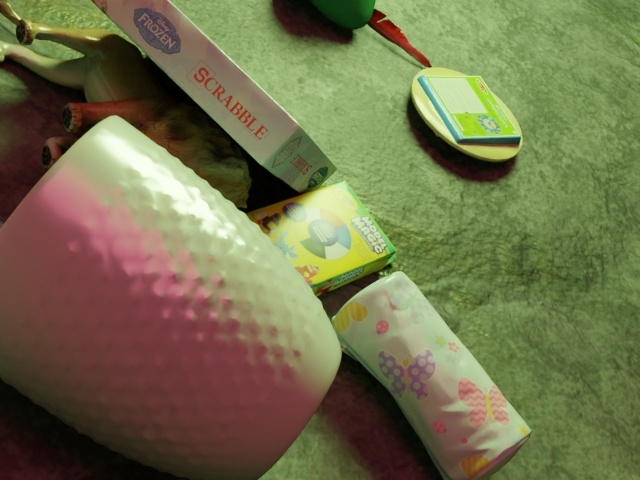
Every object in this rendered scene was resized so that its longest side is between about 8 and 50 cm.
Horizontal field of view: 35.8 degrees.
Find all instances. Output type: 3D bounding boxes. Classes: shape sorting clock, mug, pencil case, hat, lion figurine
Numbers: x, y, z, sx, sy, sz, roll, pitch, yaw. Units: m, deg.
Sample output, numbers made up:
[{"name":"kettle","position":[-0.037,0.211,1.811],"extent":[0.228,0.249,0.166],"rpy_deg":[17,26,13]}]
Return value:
[{"name":"shape sorting clock","position":[0.235,-0.203,1.599],"extent":[0.206,0.040,0.206],"rpy_deg":[15,45,-16]},{"name":"mug","position":[-0.151,0.069,1.046],"extent":[0.328,0.276,0.374],"rpy_deg":[37,15,-5]},{"name":"pencil case","position":[0.130,0.168,1.199],"extent":[0.124,0.113,0.273],"rpy_deg":[-31,73,-31]},{"name":"hat","position":[0.046,-0.355,1.630],"extent":[0.208,0.184,0.173],"rpy_deg":[8,26,33]},{"name":"lion figurine","position":[-0.253,-0.181,1.251],"extent":[0.240,0.142,0.392],"rpy_deg":[-5,53,-40]}]

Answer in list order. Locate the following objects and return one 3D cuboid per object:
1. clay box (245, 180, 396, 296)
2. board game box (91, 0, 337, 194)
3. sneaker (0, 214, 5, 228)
[{"name":"clay box","position":[0.000,0.000,1.301],"extent":[0.222,0.053,0.127],"rpy_deg":[-22,68,-38]},{"name":"board game box","position":[-0.130,-0.198,1.243],"extent":[0.318,0.066,0.318],"rpy_deg":[44,3,10]},{"name":"sneaker","position":[-0.417,0.011,1.002],"extent":[0.122,0.110,0.283],"rpy_deg":[47,32,-4]}]
